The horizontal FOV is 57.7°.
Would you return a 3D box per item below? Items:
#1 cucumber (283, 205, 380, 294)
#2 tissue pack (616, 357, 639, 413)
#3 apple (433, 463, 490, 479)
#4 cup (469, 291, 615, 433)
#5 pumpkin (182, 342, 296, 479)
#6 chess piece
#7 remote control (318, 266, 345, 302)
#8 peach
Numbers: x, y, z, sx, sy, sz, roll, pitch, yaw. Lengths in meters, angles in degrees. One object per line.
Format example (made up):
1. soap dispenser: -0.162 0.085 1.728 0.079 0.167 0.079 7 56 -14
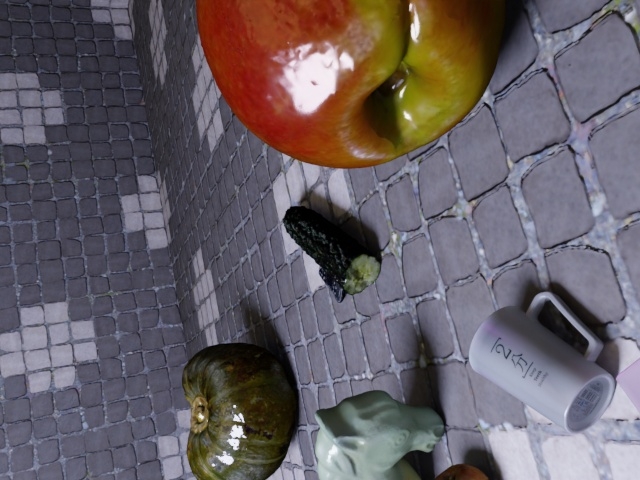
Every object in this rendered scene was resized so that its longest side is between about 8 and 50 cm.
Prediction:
1. cucumber: -0.001 -0.001 0.941 0.300 0.072 0.072 -141 48 -56
2. tissue pack: 0.295 0.133 0.294 0.148 0.093 0.246 112 143 -45
3. apple: 0.162 0.298 0.659 0.071 0.084 0.084 52 151 3
4. cup: 0.206 0.103 0.531 0.116 0.074 0.104 36 100 54
5. pumpkin: -0.146 0.363 1.252 0.232 0.242 0.324 -28 64 34
6. chess piece: 0.070 0.313 0.747 0.176 0.176 0.297 -136 43 -55
7. remote control: 0.020 0.065 0.982 0.096 0.014 0.039 -129 39 -52
8. peach: 0.023 -0.234 0.565 0.307 0.308 0.332 114 152 -49
